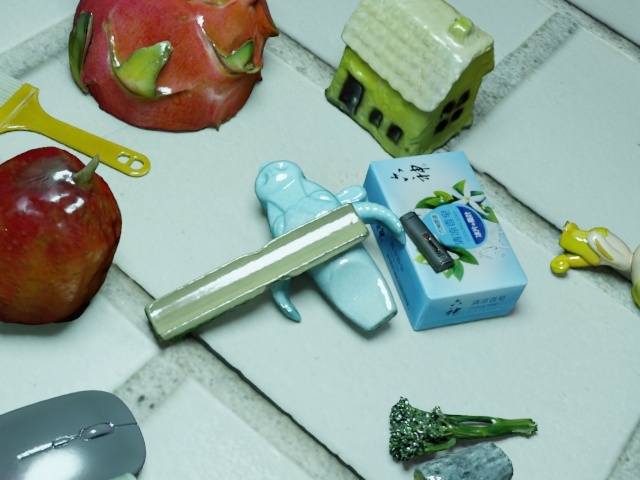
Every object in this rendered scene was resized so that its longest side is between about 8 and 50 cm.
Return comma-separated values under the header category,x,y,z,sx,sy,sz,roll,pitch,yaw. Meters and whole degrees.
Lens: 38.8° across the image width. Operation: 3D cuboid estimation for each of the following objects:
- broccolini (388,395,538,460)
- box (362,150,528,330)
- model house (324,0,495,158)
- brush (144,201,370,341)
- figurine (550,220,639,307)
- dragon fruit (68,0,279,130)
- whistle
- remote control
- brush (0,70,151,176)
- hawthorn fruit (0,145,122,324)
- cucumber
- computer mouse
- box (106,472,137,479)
category,x,y,z,sx,sy,sz,roll,pitch,yaw
broccolini,0.170,0.211,1.059,0.201,0.058,0.074,-4,61,-16
box,0.158,-0.005,1.208,0.142,0.083,0.232,-8,57,-17
model house,0.142,-0.263,1.306,0.175,0.234,0.193,-32,68,-32
brush,-0.073,0.040,1.090,0.282,0.048,0.054,-28,70,-10
figurine,0.444,0.041,1.231,0.246,0.131,0.156,24,9,23
dragon fruit,-0.202,-0.323,1.273,0.305,0.226,0.305,8,54,-11
whistle,0.000,0.000,1.161,0.186,0.093,0.274,-36,68,-4
remote control,0.133,-0.002,1.138,0.034,0.016,0.091,-25,61,-21
brush,-0.354,-0.150,1.233,0.272,0.013,0.103,24,51,4
hawthorn fruit,-0.302,-0.011,1.012,0.189,0.251,0.189,25,48,-31
cucumber,0.160,0.264,1.011,0.112,0.064,0.064,-15,58,-24
computer mouse,-0.294,0.229,0.927,0.232,0.057,0.120,-17,60,-25
box,-0.197,0.329,0.821,0.129,0.148,0.210,-16,61,-34
